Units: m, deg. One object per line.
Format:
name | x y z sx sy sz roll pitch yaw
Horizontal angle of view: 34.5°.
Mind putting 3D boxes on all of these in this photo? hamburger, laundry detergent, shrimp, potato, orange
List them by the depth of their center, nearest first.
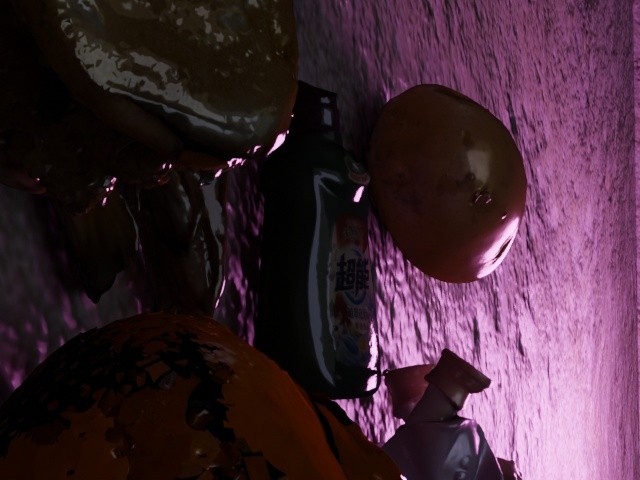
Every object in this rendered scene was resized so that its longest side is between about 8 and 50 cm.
orange | -0.047 0.145 0.437 0.182 0.234 0.234 -41 142 -4
hamburger | -0.088 -0.091 0.444 0.184 0.131 0.159 24 60 -40
shrimp | -0.093 -0.034 0.544 0.145 0.059 0.255 7 82 -63
laundry detergent | 0.000 0.000 0.730 0.144 0.078 0.222 15 72 -67
potato | 0.120 -0.045 0.938 0.150 0.146 0.234 -56 149 -5

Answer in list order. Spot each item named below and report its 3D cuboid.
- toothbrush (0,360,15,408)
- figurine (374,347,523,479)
toothbrush | -0.162 0.018 0.442 0.017 0.014 0.162 -39 126 -38
figurine | 0.090 0.229 0.849 0.200 0.133 0.276 32 54 -47
